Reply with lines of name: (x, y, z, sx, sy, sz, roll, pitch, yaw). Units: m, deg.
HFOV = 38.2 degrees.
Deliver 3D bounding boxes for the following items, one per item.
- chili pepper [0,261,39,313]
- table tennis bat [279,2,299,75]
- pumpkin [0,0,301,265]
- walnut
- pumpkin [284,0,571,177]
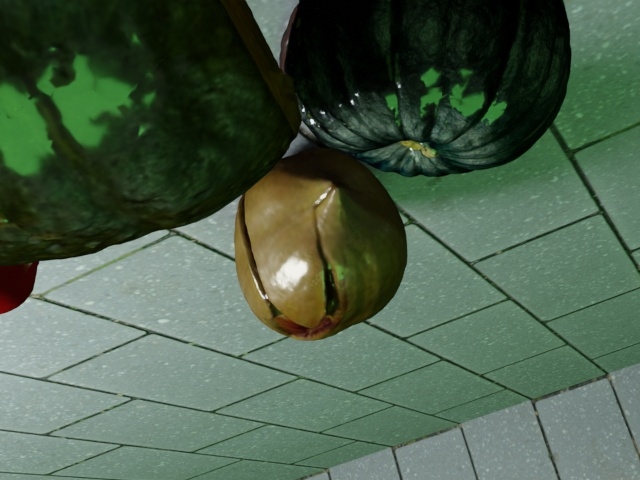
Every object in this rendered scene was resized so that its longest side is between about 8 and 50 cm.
chili pepper: (-0.339, 0.009, 0.900, 0.131, 0.134, 0.338, -27, 156, -6)
table tennis bat: (0.038, -0.172, 0.834, 0.310, 0.038, 0.200, -25, 152, 21)
pumpkin: (-0.157, -0.122, 0.566, 0.226, 0.256, 0.303, -22, 171, 8)
walnut: (0.000, 0.000, 1.021, 0.203, 0.203, 0.298, -10, 155, -10)
pumpkin: (0.079, -0.136, 0.696, 0.221, 0.161, 0.220, 7, 165, 2)
